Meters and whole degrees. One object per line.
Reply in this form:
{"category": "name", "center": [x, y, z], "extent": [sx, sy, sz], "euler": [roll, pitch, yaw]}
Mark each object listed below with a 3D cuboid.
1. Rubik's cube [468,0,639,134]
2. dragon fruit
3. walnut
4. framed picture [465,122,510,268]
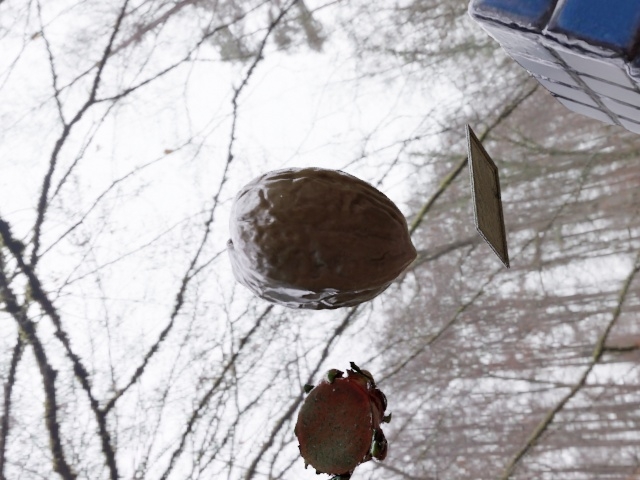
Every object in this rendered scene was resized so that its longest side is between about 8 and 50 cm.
{"category": "Rubik's cube", "center": [0.409, -0.273, 0.637], "extent": [0.343, 0.337, 0.345], "euler": [10, -71, -53]}
{"category": "dragon fruit", "center": [0.042, 0.229, 0.874], "extent": [0.175, 0.138, 0.142], "euler": [-16, -57, -59]}
{"category": "walnut", "center": [0.000, -0.001, 0.791], "extent": [0.178, 0.230, 0.178], "euler": [8, -90, -85]}
{"category": "framed picture", "center": [0.312, -0.082, 1.244], "extent": [0.173, 0.010, 0.232], "euler": [38, -136, -48]}
